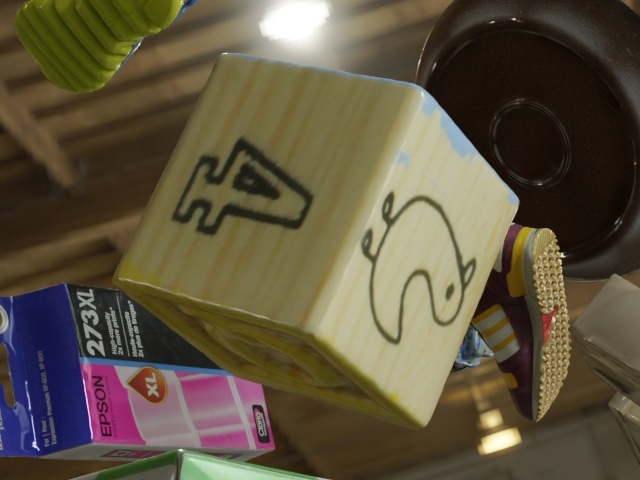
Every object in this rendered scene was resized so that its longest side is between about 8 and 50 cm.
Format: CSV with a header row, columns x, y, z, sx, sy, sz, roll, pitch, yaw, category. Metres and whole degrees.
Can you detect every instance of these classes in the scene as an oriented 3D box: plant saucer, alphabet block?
x,y,z,sx,sy,sz,roll,pitch,yaw,category
0.205,-0.096,1.753,0.050,0.310,0.310,-30,-7,-45,plant saucer
0.000,0.000,1.383,0.193,0.197,0.192,12,-18,36,alphabet block

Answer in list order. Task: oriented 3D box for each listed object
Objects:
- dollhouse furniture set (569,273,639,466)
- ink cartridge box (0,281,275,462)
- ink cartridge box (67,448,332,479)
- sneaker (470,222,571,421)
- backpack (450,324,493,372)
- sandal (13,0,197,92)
x,y,z,sx,sy,sz,roll,pitch,yaw,category
0.359,0.051,1.233,0.303,0.198,0.286,-50,-33,-10,dollhouse furniture set
-0.204,0.143,1.995,0.069,0.175,0.371,-26,-22,37,ink cartridge box
0.022,0.192,0.889,0.289,0.121,0.211,15,-18,-21,ink cartridge box
0.154,0.064,1.545,0.084,0.185,0.069,10,34,26,sneaker
0.144,0.089,1.998,0.084,0.105,0.114,-4,-9,17,backpack
-0.215,-0.258,2.040,0.317,0.126,0.138,-18,22,49,sandal
